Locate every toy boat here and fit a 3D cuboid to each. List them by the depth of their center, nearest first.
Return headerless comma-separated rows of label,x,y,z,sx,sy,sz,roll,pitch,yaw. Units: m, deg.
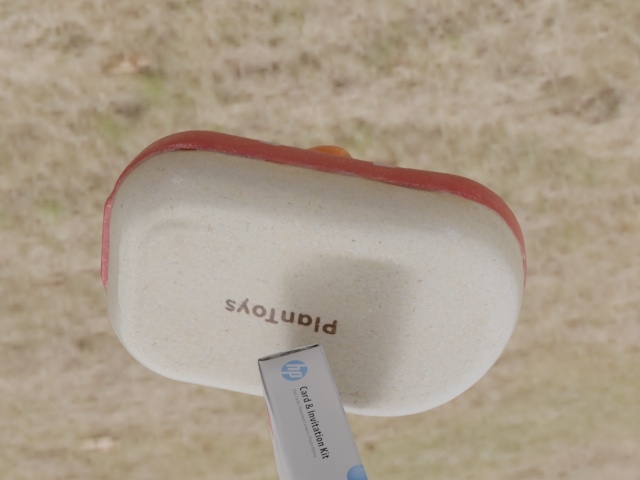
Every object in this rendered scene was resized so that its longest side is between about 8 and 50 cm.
toy boat,0.000,0.000,0.823,0.231,0.151,0.151,11,126,2

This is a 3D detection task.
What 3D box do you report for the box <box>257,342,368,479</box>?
box,0.014,0.167,0.718,0.038,0.186,0.145,-15,133,-7
